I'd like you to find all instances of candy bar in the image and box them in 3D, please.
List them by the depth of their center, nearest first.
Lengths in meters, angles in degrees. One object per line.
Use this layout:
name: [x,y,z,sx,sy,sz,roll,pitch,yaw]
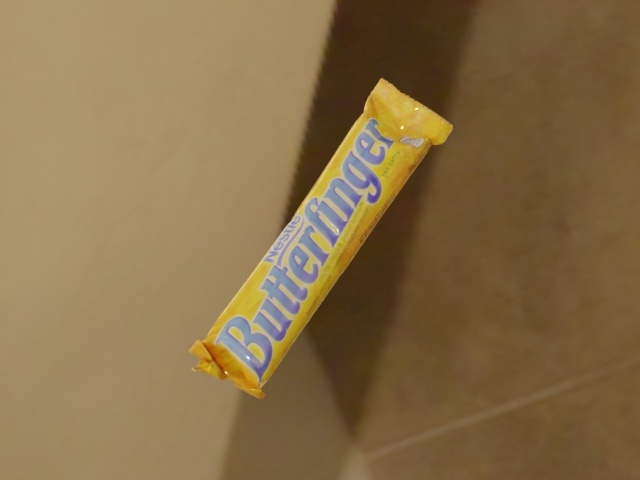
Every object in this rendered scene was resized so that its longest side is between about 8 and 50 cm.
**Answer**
candy bar: [0.000,0.000,0.774,0.040,0.161,0.018,32,159,8]
